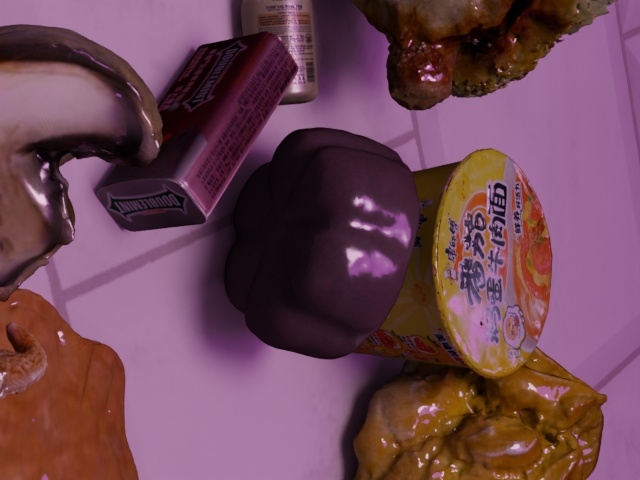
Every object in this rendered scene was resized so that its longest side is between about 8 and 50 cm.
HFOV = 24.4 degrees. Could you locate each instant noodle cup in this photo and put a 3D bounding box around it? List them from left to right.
[{"bbox_3d":[0.121,0.031,1.718,0.264,0.200,0.264,5,83,-54],"label":"instant noodle cup"}]

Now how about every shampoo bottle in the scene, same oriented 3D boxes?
[{"bbox_3d":[-0.046,-0.229,1.608,0.079,0.079,0.162,-7,93,-54],"label":"shampoo bottle"}]

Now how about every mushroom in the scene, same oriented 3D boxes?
[{"bbox_3d":[-0.276,-0.080,1.210,0.267,0.164,0.189,-42,116,6],"label":"mushroom"}]

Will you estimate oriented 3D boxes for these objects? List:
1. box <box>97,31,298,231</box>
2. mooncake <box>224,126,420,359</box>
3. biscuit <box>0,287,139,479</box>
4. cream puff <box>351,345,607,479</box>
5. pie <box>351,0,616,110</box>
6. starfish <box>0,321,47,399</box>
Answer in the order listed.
[{"bbox_3d":[-0.118,-0.109,1.470,0.069,0.120,0.224,56,48,-31],"label":"box"},{"bbox_3d":[0.000,0.000,1.533,0.133,0.245,0.245,16,74,-30],"label":"mooncake"},{"bbox_3d":[-0.289,0.222,1.262,0.385,0.062,0.365,4,84,-54],"label":"biscuit"},{"bbox_3d":[0.204,0.277,1.771,0.324,0.257,0.291,-42,121,-47],"label":"cream puff"},{"bbox_3d":[0.208,-0.371,1.661,0.180,0.418,0.395,31,29,-54],"label":"pie"},{"bbox_3d":[-0.347,0.118,1.083,0.327,0.094,0.375,-4,84,-30],"label":"starfish"}]
